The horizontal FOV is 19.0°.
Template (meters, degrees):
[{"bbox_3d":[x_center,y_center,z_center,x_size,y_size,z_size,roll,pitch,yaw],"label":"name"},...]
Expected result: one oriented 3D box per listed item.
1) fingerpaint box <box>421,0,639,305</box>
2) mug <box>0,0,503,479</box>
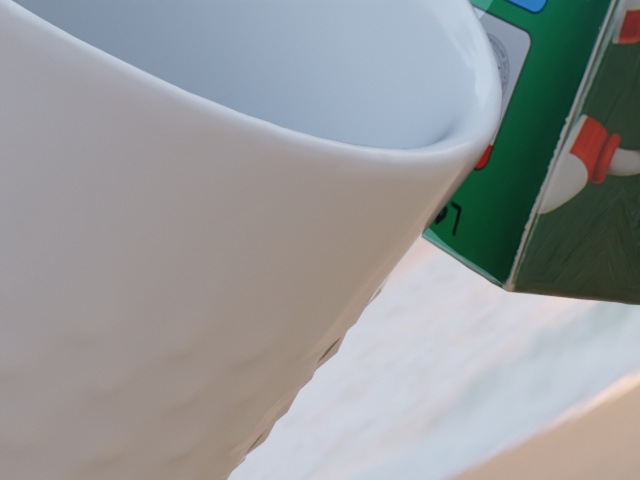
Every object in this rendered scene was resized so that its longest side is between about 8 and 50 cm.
[{"bbox_3d":[0.096,-0.114,0.870,0.371,0.445,0.163,7,-72,-41],"label":"fingerpaint box"},{"bbox_3d":[-0.161,0.024,0.511,0.328,0.276,0.374,-53,4,24],"label":"mug"}]
